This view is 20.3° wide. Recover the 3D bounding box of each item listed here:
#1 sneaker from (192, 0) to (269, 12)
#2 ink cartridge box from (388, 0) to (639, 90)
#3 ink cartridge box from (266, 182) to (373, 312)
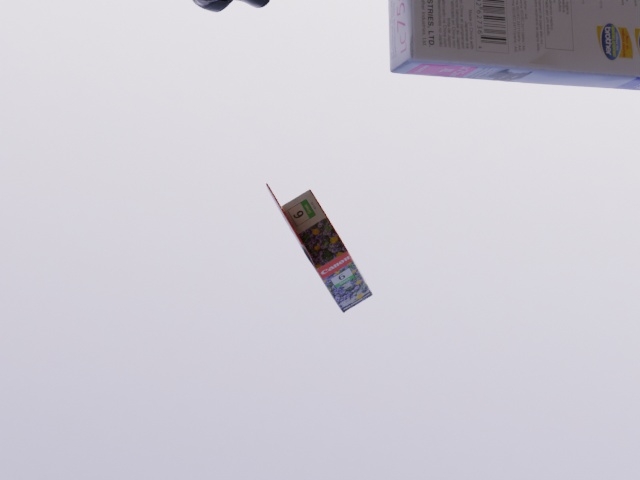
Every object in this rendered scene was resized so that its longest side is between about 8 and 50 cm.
[{"bbox_3d":[-0.089,-0.213,1.369,0.089,0.051,0.170,22,178,-27],"label":"sneaker"},{"bbox_3d":[0.211,-0.234,1.607,0.311,0.065,0.186,2,-100,-17],"label":"ink cartridge box"},{"bbox_3d":[0.000,0.000,1.287,0.063,0.029,0.115,59,180,31],"label":"ink cartridge box"}]
